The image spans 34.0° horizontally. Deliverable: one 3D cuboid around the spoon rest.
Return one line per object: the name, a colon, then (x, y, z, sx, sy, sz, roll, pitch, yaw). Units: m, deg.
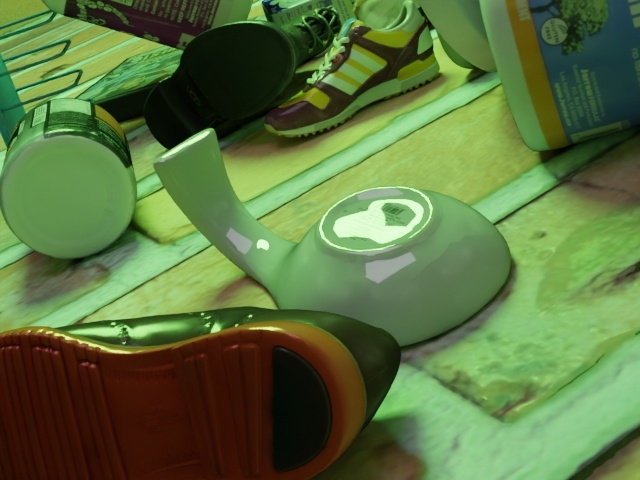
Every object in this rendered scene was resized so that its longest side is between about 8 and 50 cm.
spoon rest: (0.000, 0.000, 0.679, 0.137, 0.084, 0.276, -35, 39, -27)

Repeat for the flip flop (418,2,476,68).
flip flop: (0.139, -0.244, 1.077, 0.080, 0.112, 0.277, -27, 23, 27)

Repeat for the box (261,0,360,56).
box: (0.005, -0.284, 1.313, 0.137, 0.072, 0.126, -22, 22, -1)

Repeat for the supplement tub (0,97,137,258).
supplement tub: (-0.231, -0.065, 0.963, 0.117, 0.117, 0.190, -24, 21, -5)

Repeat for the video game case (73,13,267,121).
video game case: (-0.200, -0.230, 1.427, 0.274, 0.035, 0.248, -11, 24, 24)

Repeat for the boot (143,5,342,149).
boot: (-0.055, -0.200, 1.113, 0.229, 0.091, 0.263, -38, 12, -38)

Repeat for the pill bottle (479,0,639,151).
pill bottle: (0.253, -0.166, 0.702, 0.272, 0.152, 0.152, -15, 23, 17)

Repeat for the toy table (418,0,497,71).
toy table: (0.183, -0.256, 0.884, 0.161, 0.252, 0.274, -22, 11, 28)

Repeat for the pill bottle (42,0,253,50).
pill bottle: (-0.230, -0.330, 1.231, 0.301, 0.169, 0.169, 15, 17, -13)

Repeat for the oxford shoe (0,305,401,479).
oxford shoe: (-0.086, 0.083, 0.553, 0.271, 0.097, 0.098, -4, 8, 28)

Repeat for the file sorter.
file sorter: (-0.340, -0.182, 1.268, 0.104, 0.170, 0.118, -18, 22, 0)

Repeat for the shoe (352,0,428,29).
shoe: (0.144, -0.291, 1.232, 0.219, 0.076, 0.058, -26, 65, -15)

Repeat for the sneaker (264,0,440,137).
sneaker: (0.021, -0.165, 1.004, 0.185, 0.084, 0.069, -27, 22, -14)
